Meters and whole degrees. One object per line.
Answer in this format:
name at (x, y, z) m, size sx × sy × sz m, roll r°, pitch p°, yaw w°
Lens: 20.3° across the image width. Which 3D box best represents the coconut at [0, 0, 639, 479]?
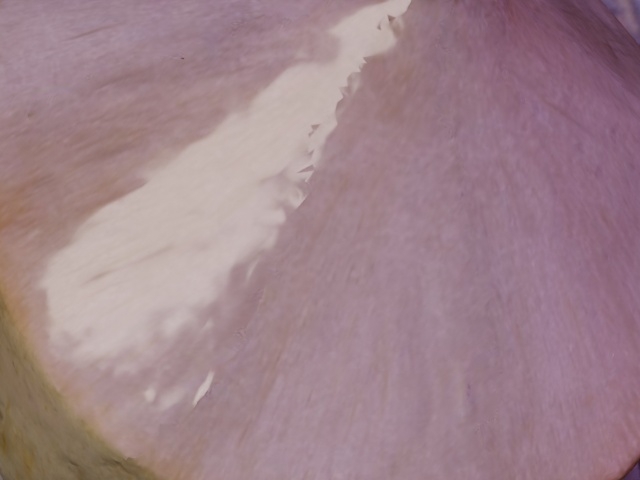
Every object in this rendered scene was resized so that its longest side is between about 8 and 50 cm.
coconut at (0.000, 0.000, 0.676) m, size 0.329 × 0.329 × 0.328 m, roll -11°, pitch 68°, yaw 29°
